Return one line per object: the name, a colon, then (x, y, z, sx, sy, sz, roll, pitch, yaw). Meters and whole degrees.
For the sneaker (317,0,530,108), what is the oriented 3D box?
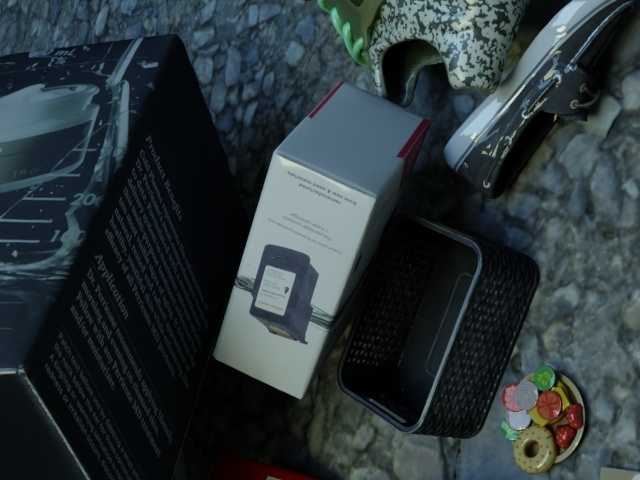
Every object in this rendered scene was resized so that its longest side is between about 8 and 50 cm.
sneaker: (0.056, -0.221, 1.076, 0.410, 0.158, 0.182, 22, 100, 61)

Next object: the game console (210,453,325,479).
game console: (-0.050, 0.299, 1.123, 0.144, 0.085, 0.124, 14, 59, 9)

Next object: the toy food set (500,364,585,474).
toy food set: (0.188, 0.151, 0.956, 0.083, 0.020, 0.083, -48, 49, 29)

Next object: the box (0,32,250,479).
box: (-0.371, 0.060, 1.122, 0.479, 0.297, 0.472, -4, 39, 15)

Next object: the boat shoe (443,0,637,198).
boat shoe: (0.203, -0.126, 0.979, 0.228, 0.080, 0.076, -47, 70, 24)

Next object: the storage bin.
storage bin: (0.104, 0.078, 1.020, 0.122, 0.084, 0.180, 28, 100, 48)

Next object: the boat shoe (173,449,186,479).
boat shoe: (-0.260, 0.211, 1.272, 0.187, 0.156, 0.500, -62, 25, 24)

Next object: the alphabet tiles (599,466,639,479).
alphabet tiles: (0.288, 0.258, 0.828, 0.198, 0.009, 0.237, -3, 78, 47)

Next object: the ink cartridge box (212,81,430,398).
ink cartridge box: (0.000, 0.000, 1.035, 0.100, 0.172, 0.237, 25, 125, 8)
